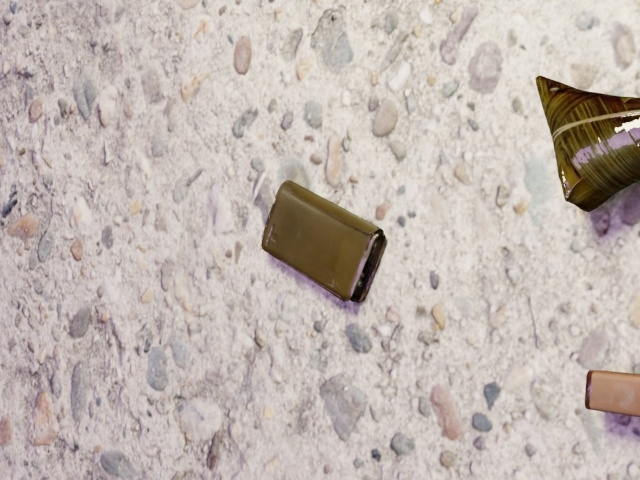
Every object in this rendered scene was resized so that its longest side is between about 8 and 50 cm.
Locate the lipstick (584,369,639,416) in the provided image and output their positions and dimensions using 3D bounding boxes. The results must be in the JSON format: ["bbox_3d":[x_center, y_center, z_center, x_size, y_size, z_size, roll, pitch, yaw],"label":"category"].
[{"bbox_3d":[0.348,0.162,1.205,0.145,0.045,0.045,1,82,44],"label":"lipstick"}]

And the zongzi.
[{"bbox_3d":[0.328,-0.147,1.255,0.187,0.084,0.184,-28,55,30],"label":"zongzi"}]

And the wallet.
[{"bbox_3d":[0.000,0.000,1.567,0.198,0.031,0.110,30,105,42],"label":"wallet"}]
